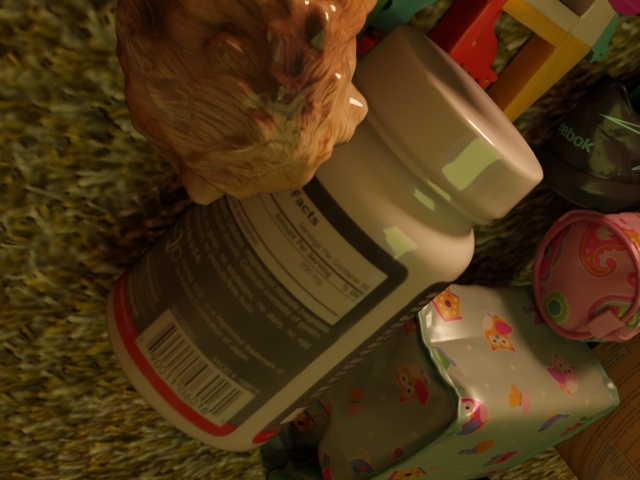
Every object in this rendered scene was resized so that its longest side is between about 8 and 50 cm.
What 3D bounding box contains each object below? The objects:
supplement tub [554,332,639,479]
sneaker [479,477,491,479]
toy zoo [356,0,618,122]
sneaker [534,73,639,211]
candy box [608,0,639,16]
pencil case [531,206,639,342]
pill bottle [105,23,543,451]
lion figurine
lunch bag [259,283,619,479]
[{"bbox_3d":[0.397,0.223,1.097,0.241,0.331,0.241,-18,138,-17],"label":"supplement tub"},{"bbox_3d":[0.020,0.408,1.187,0.482,0.185,0.202,-30,122,-9],"label":"sneaker"},{"bbox_3d":[0.122,-0.184,0.745,0.293,0.030,0.192,21,116,-44],"label":"toy zoo"},{"bbox_3d":[0.307,-0.083,0.916,0.267,0.101,0.106,-2,125,-36],"label":"sneaker"},{"bbox_3d":[0.222,-0.269,0.627,0.159,0.071,0.234,35,79,-48],"label":"candy box"},{"bbox_3d":[0.320,0.025,0.983,0.284,0.124,0.124,-3,132,-43],"label":"pencil case"},{"bbox_3d":[0.000,0.000,0.725,0.283,0.161,0.161,-43,140,20],"label":"pill bottle"},{"bbox_3d":[0.040,-0.207,0.505,0.392,0.240,0.142,-42,139,9],"label":"lion figurine"},{"bbox_3d":[0.096,0.158,0.974,0.223,0.160,0.262,4,144,-41],"label":"lunch bag"}]
